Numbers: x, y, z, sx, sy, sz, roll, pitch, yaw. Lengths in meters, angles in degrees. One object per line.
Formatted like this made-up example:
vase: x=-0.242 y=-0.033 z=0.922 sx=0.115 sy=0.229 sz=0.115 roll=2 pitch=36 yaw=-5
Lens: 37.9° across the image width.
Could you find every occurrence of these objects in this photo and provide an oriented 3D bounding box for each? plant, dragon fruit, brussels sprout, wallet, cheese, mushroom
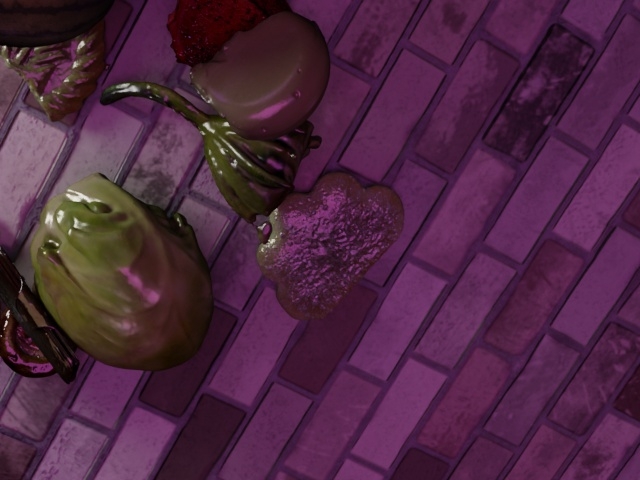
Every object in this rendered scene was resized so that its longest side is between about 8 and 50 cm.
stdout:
plant: x=-0.173 y=-0.147 z=1.436 sx=0.333 sy=0.180 sz=0.251 roll=23 pitch=149 yaw=-20
dragon fruit: x=-0.124 y=-0.339 z=1.433 sx=0.261 sy=0.163 sz=0.189 roll=38 pitch=58 yaw=-37
brussels sprout: x=-0.303 y=0.062 z=1.474 sx=0.328 sy=0.247 sz=0.328 roll=19 pitch=127 yaw=27
wallet: x=-0.461 y=0.123 z=1.483 sx=0.031 sy=0.122 sz=0.232 roll=-33 pitch=82 yaw=-28
cheese: x=-0.072 y=-0.241 z=1.350 sx=0.202 sy=0.091 sz=0.175 roll=-42 pitch=70 yaw=-7
mushroom: x=-0.480 y=0.146 z=1.585 sx=0.135 sy=0.080 sz=0.171 roll=5 pitch=94 yaw=-23

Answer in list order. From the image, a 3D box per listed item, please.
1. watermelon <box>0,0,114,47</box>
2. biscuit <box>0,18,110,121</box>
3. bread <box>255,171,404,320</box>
watermelon: x=-0.448 y=-0.409 z=1.269 sx=0.359 sy=0.279 sz=0.279 roll=15 pitch=106 yaw=-18
biscuit: x=-0.438 y=-0.339 z=1.456 sx=0.187 sy=0.036 sz=0.273 roll=-41 pitch=106 yaw=3
bread: x=0.000 y=0.000 z=1.599 sx=0.207 sy=0.056 sz=0.286 roll=35 pitch=100 yaw=-16
